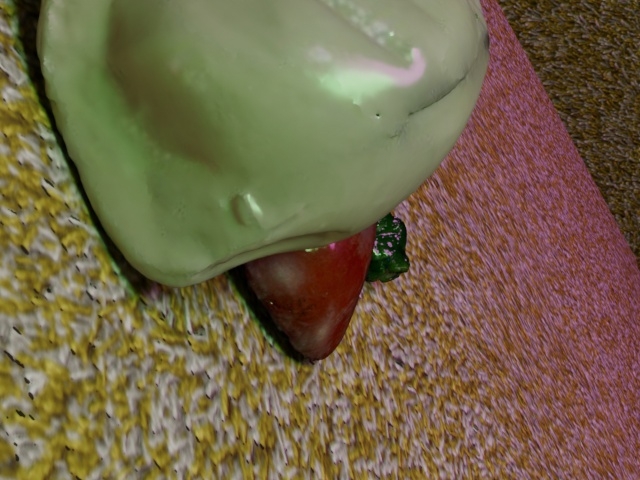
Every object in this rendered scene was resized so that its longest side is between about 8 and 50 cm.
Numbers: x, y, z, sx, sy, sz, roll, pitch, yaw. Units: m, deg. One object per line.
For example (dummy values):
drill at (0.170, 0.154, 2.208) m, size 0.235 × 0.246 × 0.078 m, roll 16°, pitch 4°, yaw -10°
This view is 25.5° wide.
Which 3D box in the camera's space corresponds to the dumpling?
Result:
dumpling at (-0.027, -0.159, 0.982) m, size 0.395 × 0.233 × 0.315 m, roll -35°, pitch 100°, yaw -34°

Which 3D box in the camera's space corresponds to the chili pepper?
chili pepper at (0.031, -0.068, 1.384) m, size 0.098 × 0.061 × 0.224 m, roll 15°, pitch 54°, yaw -60°

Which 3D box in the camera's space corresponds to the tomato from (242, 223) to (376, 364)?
tomato at (0.000, 0.000, 1.131) m, size 0.189 × 0.099 × 0.173 m, roll 53°, pitch 19°, yaw -39°
